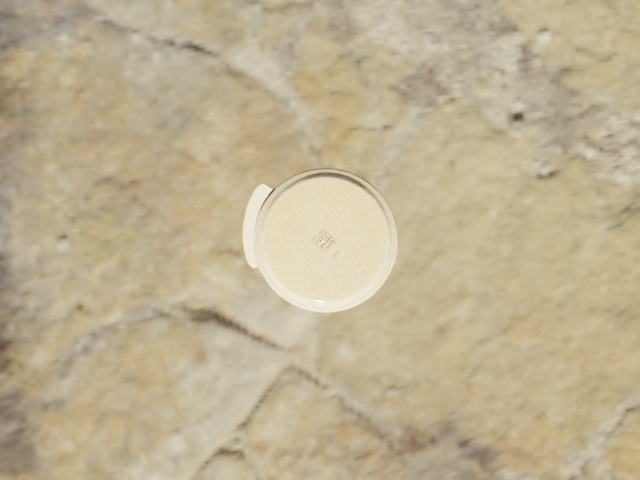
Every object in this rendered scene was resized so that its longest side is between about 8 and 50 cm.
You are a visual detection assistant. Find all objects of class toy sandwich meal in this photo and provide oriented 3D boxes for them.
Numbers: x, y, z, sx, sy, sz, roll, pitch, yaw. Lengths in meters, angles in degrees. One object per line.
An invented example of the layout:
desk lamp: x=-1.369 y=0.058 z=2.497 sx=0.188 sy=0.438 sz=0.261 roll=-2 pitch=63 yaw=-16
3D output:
toy sandwich meal: x=0.000 y=0.000 z=1.027 sx=0.086 sy=0.029 sz=0.085 roll=0 pitch=91 yaw=1
